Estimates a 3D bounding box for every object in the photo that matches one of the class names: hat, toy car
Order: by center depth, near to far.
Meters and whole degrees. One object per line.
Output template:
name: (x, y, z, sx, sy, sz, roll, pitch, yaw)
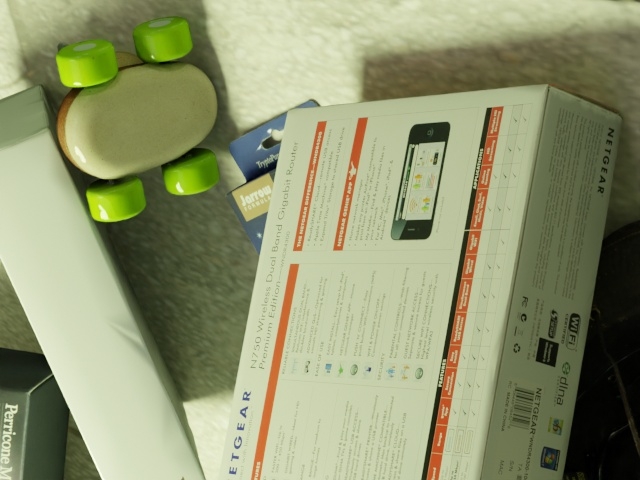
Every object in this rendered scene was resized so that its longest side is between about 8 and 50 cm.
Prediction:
hat: (0.256, 0.150, 1.406, 0.134, 0.331, 0.331, 29, 166, -40)
toy car: (-0.195, -0.123, 1.782, 0.188, 0.149, 0.155, 23, 128, 56)

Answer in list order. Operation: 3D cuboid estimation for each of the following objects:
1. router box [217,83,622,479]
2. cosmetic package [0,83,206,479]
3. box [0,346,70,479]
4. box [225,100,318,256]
router box: (0.066, 0.059, 1.473, 0.301, 0.082, 0.335, 0, 76, 51)
cosmetic package: (-0.230, 0.055, 1.879, 0.284, 0.097, 0.377, -134, 21, -74)
box: (-0.446, 0.265, 2.161, 0.294, 0.183, 0.296, 7, 100, 7)
box: (0.000, 0.000, 1.708, 0.136, 0.036, 0.225, -24, 96, 49)
